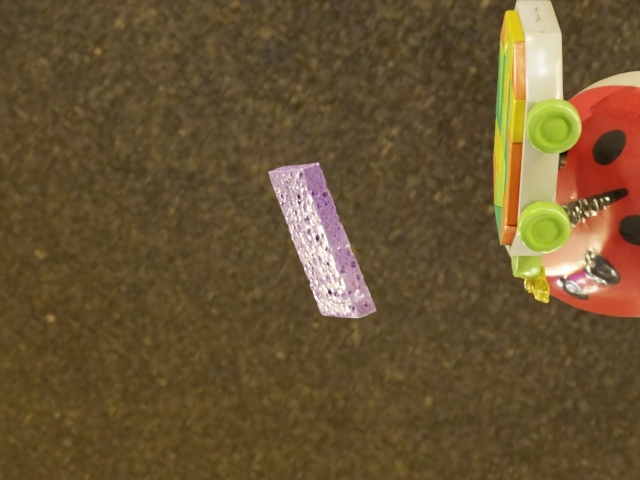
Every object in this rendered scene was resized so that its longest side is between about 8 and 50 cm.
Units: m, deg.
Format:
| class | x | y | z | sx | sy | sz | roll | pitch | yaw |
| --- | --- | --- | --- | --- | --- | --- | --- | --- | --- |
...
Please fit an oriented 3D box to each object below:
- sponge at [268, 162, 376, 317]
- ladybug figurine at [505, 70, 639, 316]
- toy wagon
| class | x | y | z | sx | sy | sz | roll | pitch | yaw |
| --- | --- | --- | --- | --- | --- | --- | --- | --- | --- |
| sponge | 0.000 | 0.000 | 1.838 | 0.117 | 0.031 | 0.210 | -3 | 109 | 66 |
| ladybug figurine | 0.361 | -0.047 | 1.757 | 0.305 | 0.162 | 0.449 | 71 | 157 | 9 |
| toy wagon | 0.235 | -0.087 | 1.581 | 0.068 | 0.267 | 0.344 | 2 | 118 | 2 |
